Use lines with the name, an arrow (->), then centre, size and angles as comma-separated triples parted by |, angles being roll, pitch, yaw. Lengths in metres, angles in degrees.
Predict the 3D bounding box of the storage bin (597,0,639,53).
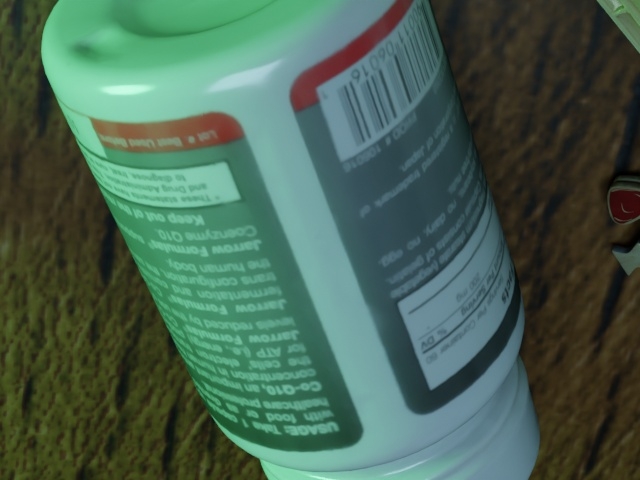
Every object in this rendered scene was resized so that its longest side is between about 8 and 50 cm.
storage bin -> 0.219, -0.172, 0.620 | 0.262, 0.123, 0.260 | -17, 129, 42

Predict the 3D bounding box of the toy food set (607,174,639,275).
toy food set -> 0.195, -0.023, 0.823 | 0.122, 0.019, 0.078 | -8, 124, 35

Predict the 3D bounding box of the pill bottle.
pill bottle -> 0.000, 0.000, 0.751 | 0.161, 0.161, 0.283 | -18, 124, 5
